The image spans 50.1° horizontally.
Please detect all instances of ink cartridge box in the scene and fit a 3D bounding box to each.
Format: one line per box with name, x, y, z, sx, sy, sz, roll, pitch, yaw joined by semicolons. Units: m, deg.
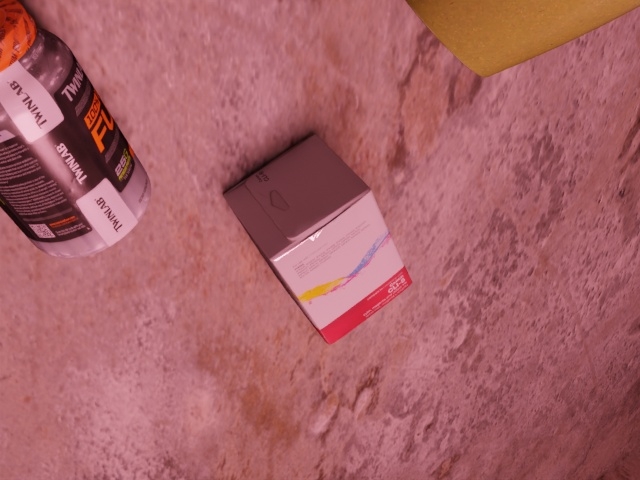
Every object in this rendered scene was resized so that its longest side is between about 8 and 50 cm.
ink cartridge box;0.000;0.000;0.768;0.127;0.128;0.176;-36;138;-5

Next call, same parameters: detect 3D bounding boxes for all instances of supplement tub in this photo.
supplement tub;-0.225;-0.084;0.546;0.117;0.117;0.190;-32;138;-9

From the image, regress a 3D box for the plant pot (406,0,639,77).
plant pot;0.213;-0.296;0.603;0.293;0.274;0.275;-41;141;26
